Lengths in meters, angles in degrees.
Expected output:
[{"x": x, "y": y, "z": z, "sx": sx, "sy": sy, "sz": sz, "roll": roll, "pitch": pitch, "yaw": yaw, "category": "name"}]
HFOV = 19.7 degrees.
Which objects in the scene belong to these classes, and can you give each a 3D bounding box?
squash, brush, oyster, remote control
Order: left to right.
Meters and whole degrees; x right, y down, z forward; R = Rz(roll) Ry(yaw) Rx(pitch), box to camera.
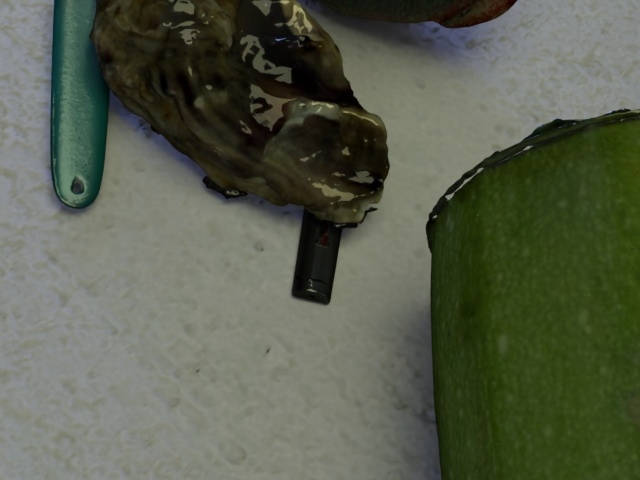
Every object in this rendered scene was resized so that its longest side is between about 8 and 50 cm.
[{"x": -0.172, "y": -0.109, "z": 1.312, "sx": 0.043, "sy": 0.032, "sz": 0.193, "roll": 6, "pitch": 69, "yaw": -16, "category": "brush"}, {"x": -0.055, "y": -0.138, "z": 1.294, "sx": 0.294, "sy": 0.094, "sz": 0.166, "roll": 41, "pitch": 67, "yaw": 6, "category": "oyster"}, {"x": 0.000, "y": 0.000, "z": 1.295, "sx": 0.034, "sy": 0.016, "sz": 0.091, "roll": 14, "pitch": 61, "yaw": -10, "category": "remote control"}, {"x": 0.202, "y": 0.134, "z": 1.129, "sx": 0.263, "sy": 0.263, "sz": 0.384, "roll": 1, "pitch": 62, "yaw": -12, "category": "squash"}]

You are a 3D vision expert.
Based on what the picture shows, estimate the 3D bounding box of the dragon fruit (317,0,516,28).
[{"x": 0.037, "y": -0.280, "z": 1.329, "sx": 0.295, "sy": 0.268, "sz": 0.130, "roll": 43, "pitch": 43, "yaw": 6, "category": "dragon fruit"}]
